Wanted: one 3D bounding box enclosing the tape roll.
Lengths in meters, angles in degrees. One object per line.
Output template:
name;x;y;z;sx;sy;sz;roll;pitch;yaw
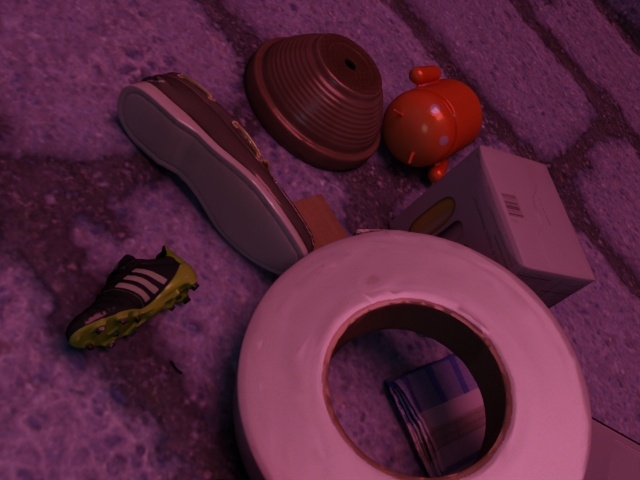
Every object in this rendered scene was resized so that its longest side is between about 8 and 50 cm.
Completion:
tape roll;0.098;0.167;0.845;0.391;0.072;0.392;5;56;-7

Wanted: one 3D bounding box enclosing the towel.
towel;0.212;0.281;1.000;0.209;0.034;0.285;-9;66;-45

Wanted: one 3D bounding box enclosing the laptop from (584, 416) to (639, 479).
laptop;0.405;0.427;0.867;0.381;0.236;0.408;30;67;-26

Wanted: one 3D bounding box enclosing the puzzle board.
puzzle board;0.000;0.000;1.051;0.096;0.011;0.128;-20;73;-46

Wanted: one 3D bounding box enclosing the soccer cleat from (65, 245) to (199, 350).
soccer cleat;-0.202;0.057;0.804;0.072;0.060;0.179;45;33;11

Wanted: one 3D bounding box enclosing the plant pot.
plant pot;0.013;-0.230;1.167;0.237;0.110;0.237;22;47;-26

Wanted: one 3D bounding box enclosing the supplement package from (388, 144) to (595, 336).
supplement package;0.231;0.013;1.094;0.149;0.203;0.194;10;53;-35

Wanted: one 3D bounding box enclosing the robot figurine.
robot figurine;0.183;-0.190;1.266;0.128;0.158;0.219;36;35;19

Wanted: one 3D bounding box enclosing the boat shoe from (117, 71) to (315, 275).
boat shoe;-0.111;-0.087;0.948;0.305;0.109;0.091;46;44;1
